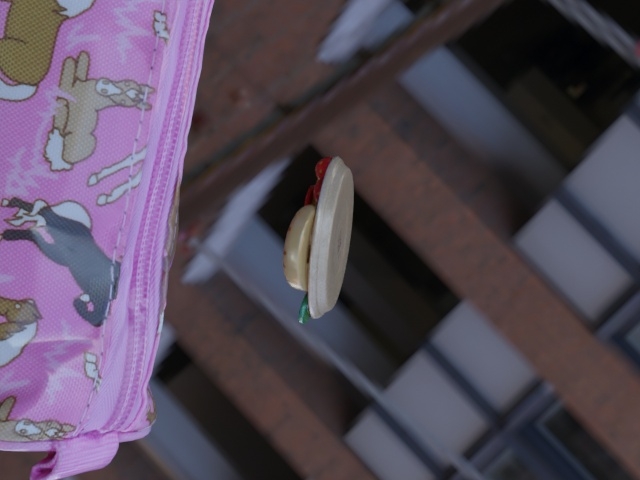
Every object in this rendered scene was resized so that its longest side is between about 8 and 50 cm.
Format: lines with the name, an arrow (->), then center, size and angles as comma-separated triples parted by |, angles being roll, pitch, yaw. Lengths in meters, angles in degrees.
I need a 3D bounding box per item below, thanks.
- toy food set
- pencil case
toy food set -> 0.000, 0.000, 0.902 | 0.082, 0.020, 0.083 | 85, 15, -53
pencil case -> -0.126, -0.086, 0.884 | 0.167, 0.160, 0.386 | -158, -100, -73
